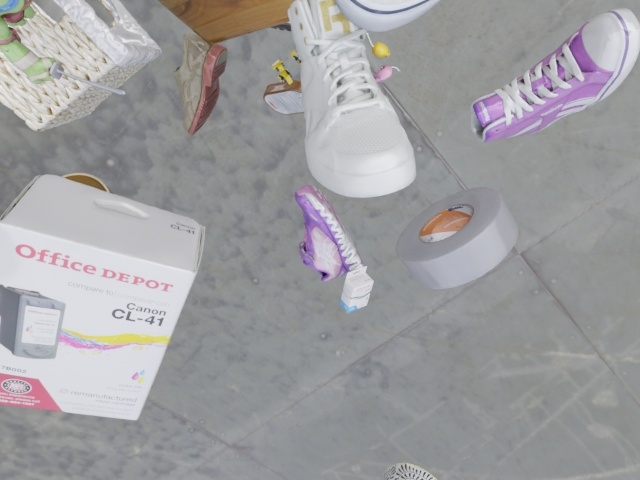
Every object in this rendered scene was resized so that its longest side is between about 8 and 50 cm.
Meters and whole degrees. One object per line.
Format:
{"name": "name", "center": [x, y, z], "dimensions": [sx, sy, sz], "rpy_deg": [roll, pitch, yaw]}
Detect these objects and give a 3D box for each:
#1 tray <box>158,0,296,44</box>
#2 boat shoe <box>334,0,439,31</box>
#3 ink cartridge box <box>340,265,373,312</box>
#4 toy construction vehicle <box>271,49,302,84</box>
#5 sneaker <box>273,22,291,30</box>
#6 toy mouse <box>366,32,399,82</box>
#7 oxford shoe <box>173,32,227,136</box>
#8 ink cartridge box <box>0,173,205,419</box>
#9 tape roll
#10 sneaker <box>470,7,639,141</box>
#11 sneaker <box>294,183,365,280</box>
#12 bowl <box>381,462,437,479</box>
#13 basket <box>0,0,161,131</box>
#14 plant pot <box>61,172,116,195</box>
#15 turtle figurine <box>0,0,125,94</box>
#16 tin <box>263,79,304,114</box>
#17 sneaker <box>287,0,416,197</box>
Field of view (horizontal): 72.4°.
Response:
{"name": "tray", "center": [-0.199, -0.547, 0.948], "dimensions": [0.202, 0.410, 0.076], "rpy_deg": [31, 78, -44]}
{"name": "boat shoe", "center": [0.148, -0.340, 0.346], "dimensions": [0.136, 0.156, 0.367], "rpy_deg": [44, 90, -8]}
{"name": "ink cartridge box", "center": [0.069, 0.092, 0.824], "dimensions": [0.048, 0.028, 0.083], "rpy_deg": [-17, 136, -29]}
{"name": "toy construction vehicle", "center": [-0.073, -0.425, 1.074], "dimensions": [0.086, 0.098, 0.035], "rpy_deg": [-42, 137, 2]}
{"name": "sneaker", "center": [-0.160, -0.669, 1.163], "dimensions": [0.281, 0.106, 0.163], "rpy_deg": [17, 108, 5]}
{"name": "toy mouse", "center": [0.162, -0.501, 1.286], "dimensions": [0.161, 0.031, 0.143], "rpy_deg": [15, 118, -35]}
{"name": "oxford shoe", "center": [-0.387, -0.474, 1.348], "dimensions": [0.130, 0.123, 0.348], "rpy_deg": [29, 136, -6]}
{"name": "ink cartridge box", "center": [-0.319, 0.095, 0.610], "dimensions": [0.226, 0.131, 0.306], "rpy_deg": [17, 119, -21]}
{"name": "tape roll", "center": [0.257, -0.007, 0.841], "dimensions": [0.219, 0.219, 0.072], "rpy_deg": [-32, 109, 14]}
{"name": "sneaker", "center": [0.334, -0.228, 0.680], "dimensions": [0.161, 0.282, 0.102], "rpy_deg": [-16, 77, -10]}
{"name": "sneaker", "center": [0.000, 0.000, 0.821], "dimensions": [0.104, 0.095, 0.236], "rpy_deg": [-26, 133, 7]}
{"name": "bowl", "center": [0.169, 0.536, 0.851], "dimensions": [0.080, 0.170, 0.170], "rpy_deg": [-7, 133, -50]}
{"name": "basket", "center": [-0.564, -0.438, 0.907], "dimensions": [0.266, 0.331, 0.328], "rpy_deg": [-39, 114, 8]}
{"name": "plant pot", "center": [-0.609, -0.022, 1.203], "dimensions": [0.237, 0.237, 0.254], "rpy_deg": [-13, 161, 4]}
{"name": "turtle figurine", "center": [-0.389, -0.341, 0.637], "dimensions": [0.274, 0.266, 0.198], "rpy_deg": [-16, 131, -28]}
{"name": "tin", "center": [-0.085, -0.406, 1.249], "dimensions": [0.106, 0.189, 0.040], "rpy_deg": [40, 68, -43]}
{"name": "sneaker", "center": [0.017, -0.178, 0.469], "dimensions": [0.108, 0.293, 0.169], "rpy_deg": [-15, 127, -4]}
